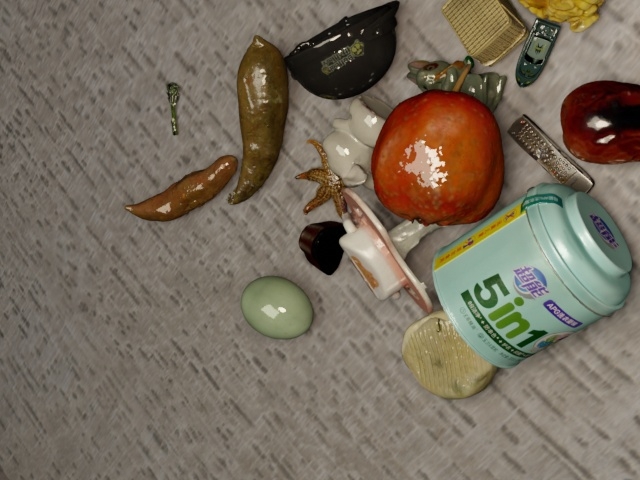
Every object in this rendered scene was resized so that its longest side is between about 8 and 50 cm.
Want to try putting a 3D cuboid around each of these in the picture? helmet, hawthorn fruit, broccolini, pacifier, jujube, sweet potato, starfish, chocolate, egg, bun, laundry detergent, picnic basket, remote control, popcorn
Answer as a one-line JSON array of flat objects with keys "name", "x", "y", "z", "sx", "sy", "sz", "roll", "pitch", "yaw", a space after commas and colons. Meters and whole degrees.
[{"name": "helmet", "x": 0.068, "y": -0.401, "z": 1.875, "sx": 0.278, "sy": 0.230, "sz": 0.160, "roll": -21, "pitch": 106, "yaw": 11}, {"name": "hawthorn fruit", "x": 0.242, "y": -0.187, "z": 1.683, "sx": 0.287, "sy": 0.287, "sz": 0.330, "roll": 18, "pitch": 96, "yaw": 29}, {"name": "broccolini", "x": -0.387, "y": -0.350, "z": 2.277, "sx": 0.035, "sy": 0.030, "sz": 0.140, "roll": -5, "pitch": 102, "yaw": -3}, {"name": "pacifier", "x": 0.165, "y": 0.010, "z": 1.873, "sx": 0.273, "sy": 0.220, "sz": 0.332, "roll": -26, "pitch": 105, "yaw": 32}, {"name": "jujube", "x": 0.574, "y": -0.224, "z": 1.616, "sx": 0.236, "sy": 0.168, "sz": 0.168, "roll": 1, "pitch": 99, "yaw": 15}, {"name": "sweet potato", "x": -0.347, "y": -0.122, "z": 2.250, "sx": 0.354, "sy": 0.095, "sz": 0.106, "roll": -23, "pitch": 131, "yaw": 23}, {"name": "starfish", "x": 0.033, "y": -0.140, "z": 2.027, "sx": 0.238, "sy": 0.057, "sz": 0.213, "roll": -5, "pitch": 103, "yaw": 34}, {"name": "chocolate", "x": 0.000, "y": 0.000, "z": 2.033, "sx": 0.080, "sy": 0.149, "sz": 0.125, "roll": 20, "pitch": 72, "yaw": 29}, {"name": "egg", "x": -0.107, "y": 0.166, "z": 2.111, "sx": 0.192, "sy": 0.149, "sz": 0.149, "roll": 21, "pitch": 109, "yaw": 21}, {"name": "bun", "x": 0.294, "y": 0.243, "z": 1.889, "sx": 0.237, "sy": 0.116, "sz": 0.210, "roll": -16, "pitch": 101, "yaw": 41}, {"name": "laundry detergent", "x": 0.425, "y": 0.058, "z": 1.675, "sx": 0.305, "sy": 0.287, "sz": 0.287, "roll": -37, "pitch": 79, "yaw": 32}, {"name": "sweet potato", "x": -0.149, "y": -0.283, "z": 2.079, "sx": 0.130, "sy": 0.130, "sz": 0.423, "roll": 21, "pitch": 115, "yaw": 28}, {"name": "picnic basket", "x": 0.334, "y": -0.448, "z": 1.741, "sx": 0.115, "sy": 0.079, "sz": 0.164, "roll": -41, "pitch": 56, "yaw": 29}, {"name": "remote control", "x": 0.472, "y": -0.172, "z": 1.760, "sx": 0.212, "sy": 0.028, "sz": 0.059, "roll": 49, "pitch": 123, "yaw": 16}, {"name": "popcorn", "x": 0.471, "y": -0.492, "z": 1.643, "sx": 0.194, "sy": 0.163, "sz": 0.140, "roll": 28, "pitch": 91, "yaw": 58}]

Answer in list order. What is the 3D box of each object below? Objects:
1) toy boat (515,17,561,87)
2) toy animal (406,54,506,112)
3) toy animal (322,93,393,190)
[{"name": "toy boat", "x": 0.433, "y": -0.375, "z": 1.733, "sx": 0.055, "sy": 0.060, "sz": 0.141, "roll": 20, "pitch": 116, "yaw": 2}, {"name": "toy animal", "x": 0.266, "y": -0.326, "z": 1.814, "sx": 0.236, "sy": 0.108, "sz": 0.138, "roll": 14, "pitch": 107, "yaw": 30}, {"name": "toy animal", "x": 0.101, "y": -0.214, "z": 1.910, "sx": 0.178, "sy": 0.127, "sz": 0.193, "roll": 40, "pitch": 114, "yaw": 35}]
